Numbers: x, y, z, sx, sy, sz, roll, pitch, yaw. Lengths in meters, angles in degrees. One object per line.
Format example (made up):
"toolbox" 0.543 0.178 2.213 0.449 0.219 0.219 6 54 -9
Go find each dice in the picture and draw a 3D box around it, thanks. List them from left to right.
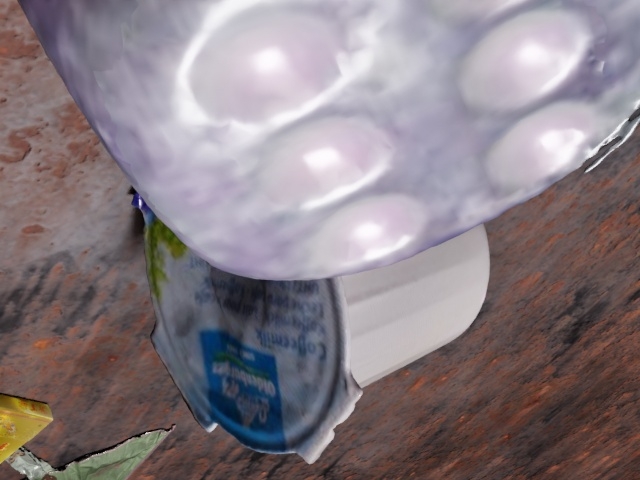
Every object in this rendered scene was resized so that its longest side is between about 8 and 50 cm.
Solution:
"dice" 0.001 -0.160 0.563 0.270 0.271 0.270 -27 147 5

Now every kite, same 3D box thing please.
"kite" -0.309 0.287 1.242 0.323 0.013 0.267 -19 148 -9

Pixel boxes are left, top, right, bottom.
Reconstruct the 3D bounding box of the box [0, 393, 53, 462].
"box" -0.349 0.205 1.088 0.156 0.022 0.089 -37 146 19

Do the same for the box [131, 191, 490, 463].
"box" 0.000 0.000 0.878 0.206 0.291 0.262 -15 -169 -40
